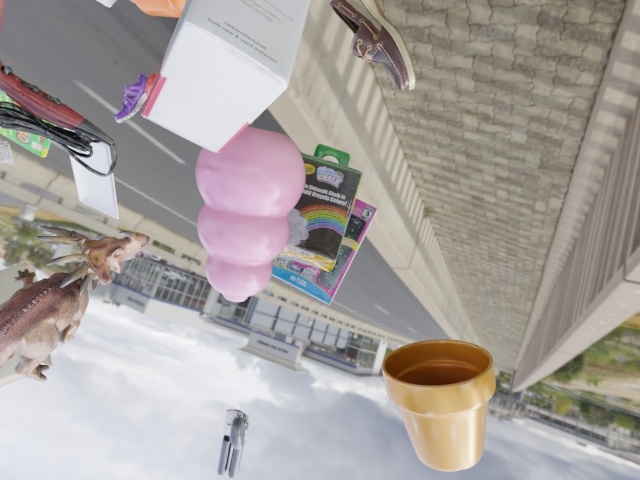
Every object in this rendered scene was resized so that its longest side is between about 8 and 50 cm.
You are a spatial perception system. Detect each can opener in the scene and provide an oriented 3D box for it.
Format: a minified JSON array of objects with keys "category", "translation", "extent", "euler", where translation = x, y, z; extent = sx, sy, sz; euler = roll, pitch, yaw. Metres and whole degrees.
[{"category":"can opener","translation":[-0.277,0.641,1.293],"extent":[0.075,0.284,0.095],"euler":[14,-157,2]}]

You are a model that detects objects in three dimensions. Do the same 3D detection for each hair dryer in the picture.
[{"category":"hair dryer","translation":[-0.418,-0.214,0.570],"extent":[0.223,0.080,0.294],"euler":[-6,139,-15]}]

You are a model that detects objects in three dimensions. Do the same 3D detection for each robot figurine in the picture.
[{"category":"robot figurine","translation":[-0.324,-0.556,0.910],"extent":[0.219,0.128,0.158],"euler":[17,-177,24]}]

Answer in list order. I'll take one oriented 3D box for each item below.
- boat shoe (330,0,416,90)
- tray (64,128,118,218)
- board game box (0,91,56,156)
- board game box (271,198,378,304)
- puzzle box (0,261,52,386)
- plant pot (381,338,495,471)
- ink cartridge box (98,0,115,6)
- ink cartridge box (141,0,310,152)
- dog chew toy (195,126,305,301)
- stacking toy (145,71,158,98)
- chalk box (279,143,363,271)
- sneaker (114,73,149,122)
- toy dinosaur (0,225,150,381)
[{"category":"boat shoe","translation":[0.135,-0.531,1.124],"extent":[0.342,0.123,0.123],"euler":[62,-174,7]},{"category":"tray","translation":[-0.653,-0.194,1.219],"extent":[0.145,0.030,0.270],"euler":[23,133,6]},{"category":"board game box","translation":[-0.663,-0.285,0.842],"extent":[0.259,0.039,0.124],"euler":[36,128,-17]},{"category":"board game box","translation":[0.000,0.000,1.219],"extent":[0.223,0.304,0.097],"euler":[27,178,4]},{"category":"puzzle box","translation":[-0.858,0.242,0.959],"extent":[0.408,0.272,0.052],"euler":[-20,158,-13]},{"category":"plant pot","translation":[0.233,0.318,0.806],"extent":[0.205,0.188,0.205],"euler":[-10,-173,1]},{"category":"ink cartridge box","translation":[-0.571,-0.700,1.006],"extent":[0.160,0.093,0.219],"euler":[29,167,-15]},{"category":"ink cartridge box","translation":[-0.113,-0.308,0.572],"extent":[0.131,0.307,0.226],"euler":[21,158,-28]},{"category":"dog chew toy","translation":[-0.143,-0.045,0.812],"extent":[0.206,0.332,0.206],"euler":[8,-171,-1]},{"category":"stacking toy","translation":[-0.342,-0.402,1.154],"extent":[0.141,0.141,0.330],"euler":[14,-161,24]},{"category":"chalk box","translation":[-0.009,-0.093,1.043],"extent":[0.180,0.289,0.179],"euler":[18,166,1]},{"category":"sneaker","translation":[-0.580,-0.435,1.284],"extent":[0.071,0.170,0.068],"euler":[37,167,-31]},{"category":"toy dinosaur","translation":[-0.375,0.091,0.562],"extent":[0.127,0.296,0.200],"euler":[38,128,-21]}]
